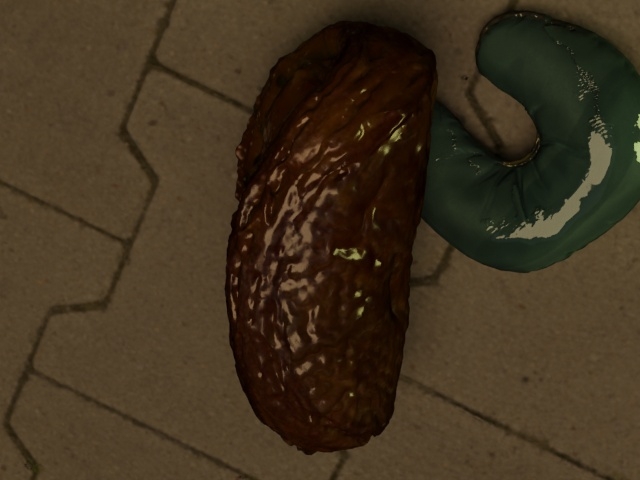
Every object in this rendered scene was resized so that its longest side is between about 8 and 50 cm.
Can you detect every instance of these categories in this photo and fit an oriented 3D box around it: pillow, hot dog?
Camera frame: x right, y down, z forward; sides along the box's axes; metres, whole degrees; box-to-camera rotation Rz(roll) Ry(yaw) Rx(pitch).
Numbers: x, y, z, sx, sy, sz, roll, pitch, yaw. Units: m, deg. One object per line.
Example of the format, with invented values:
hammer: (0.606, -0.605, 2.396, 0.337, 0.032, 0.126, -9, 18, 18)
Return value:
pillow: (0.185, -0.086, 1.373, 0.214, 0.086, 0.233, 47, 113, 6)
hot dog: (0.000, 0.000, 1.350, 0.174, 0.267, 0.387, 7, 112, 0)
